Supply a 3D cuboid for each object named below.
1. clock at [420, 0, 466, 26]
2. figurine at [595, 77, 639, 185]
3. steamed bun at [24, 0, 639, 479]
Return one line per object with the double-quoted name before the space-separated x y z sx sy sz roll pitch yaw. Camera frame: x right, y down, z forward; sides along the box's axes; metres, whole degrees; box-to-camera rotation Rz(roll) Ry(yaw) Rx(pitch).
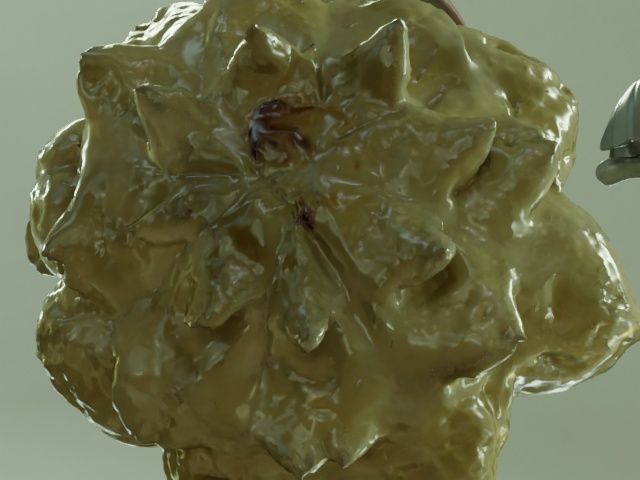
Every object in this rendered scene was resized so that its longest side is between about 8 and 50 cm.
"clock" 0.062 -0.061 1.292 0.056 0.244 0.244 -12 -62 24
"figurine" 0.206 -0.059 1.159 0.094 0.086 0.082 -23 -66 11
"steamed bun" 0.000 0.000 0.873 0.292 0.295 0.137 22 -20 13
